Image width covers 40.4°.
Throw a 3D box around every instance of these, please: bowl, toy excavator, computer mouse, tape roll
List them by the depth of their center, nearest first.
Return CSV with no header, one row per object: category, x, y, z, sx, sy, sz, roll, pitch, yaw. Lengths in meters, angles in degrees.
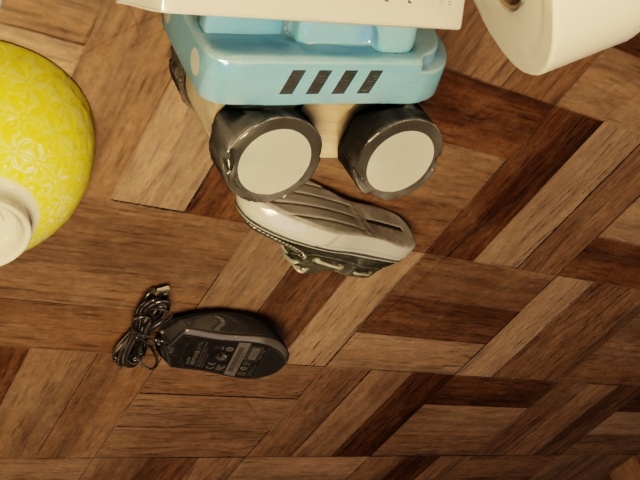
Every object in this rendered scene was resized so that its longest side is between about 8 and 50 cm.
toy excavator,-0.053,-0.275,0.824,0.432,0.222,0.445,-4,130,-25
tape roll,0.204,-0.306,0.824,0.100,0.286,0.286,-21,143,0
bowl,-0.382,-0.060,0.953,0.289,0.156,0.289,-14,143,-11
computer mouse,-0.179,0.150,1.391,0.272,0.072,0.188,15,134,-22

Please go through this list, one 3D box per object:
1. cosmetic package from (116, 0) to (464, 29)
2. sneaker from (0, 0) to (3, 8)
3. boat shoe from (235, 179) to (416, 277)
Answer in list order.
cosmetic package,0.001,-0.356,0.644,0.284,0.097,0.378,-6,111,-32
sneaker,-0.384,-0.285,0.735,0.271,0.100,0.108,17,118,-46
boat shoe,0.000,0.000,1.238,0.335,0.121,0.119,18,124,-43
